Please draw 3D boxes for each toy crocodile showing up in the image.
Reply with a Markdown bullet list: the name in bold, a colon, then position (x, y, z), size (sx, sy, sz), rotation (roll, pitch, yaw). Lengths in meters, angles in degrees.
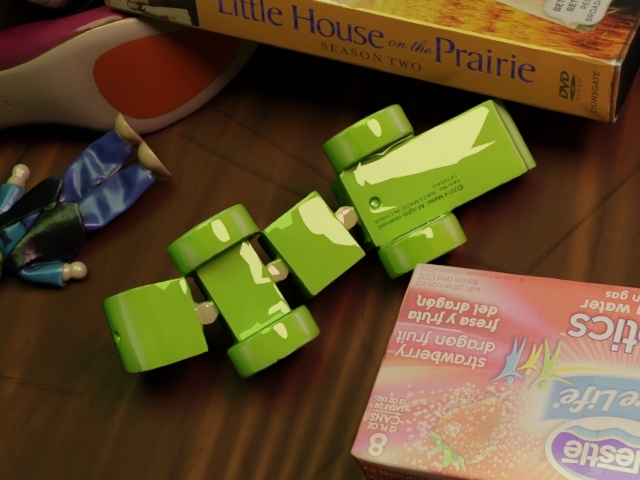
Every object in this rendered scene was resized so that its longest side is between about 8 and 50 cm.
- **toy crocodile**: position (0.000, 0.000, 1.076), size (0.341, 0.105, 0.115), rotation (-32, 89, -7)

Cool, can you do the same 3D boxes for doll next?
- **doll**: position (-0.218, -0.023, 1.203), size (0.189, 0.046, 0.129), rotation (-39, 60, -3)

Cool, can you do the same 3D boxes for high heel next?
- **high heel**: position (-0.236, -0.166, 1.276), size (0.377, 0.127, 0.181), rotation (-18, 44, 2)

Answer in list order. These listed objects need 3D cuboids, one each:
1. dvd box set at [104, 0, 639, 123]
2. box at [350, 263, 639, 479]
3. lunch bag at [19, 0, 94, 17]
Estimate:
- **dvd box set**: position (0.077, -0.253, 1.183), size (0.420, 0.062, 0.307), rotation (16, 49, 19)
- **box**: position (0.190, 0.124, 0.871), size (0.300, 0.154, 0.142), rotation (7, 57, 24)
- **lunch bag**: position (-0.217, -0.347, 1.237), size (0.305, 0.213, 0.256), rotation (-55, 17, 7)
